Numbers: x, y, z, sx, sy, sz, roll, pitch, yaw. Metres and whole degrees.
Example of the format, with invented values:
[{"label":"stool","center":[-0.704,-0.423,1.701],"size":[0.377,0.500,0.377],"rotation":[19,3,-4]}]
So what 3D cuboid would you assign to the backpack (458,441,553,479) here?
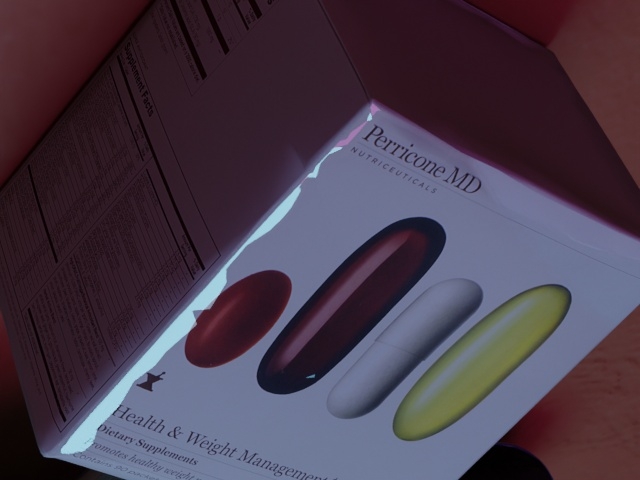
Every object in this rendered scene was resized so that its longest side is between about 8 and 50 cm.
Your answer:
[{"label":"backpack","center":[0.072,0.162,1.066],"size":[0.114,0.105,0.084],"rotation":[-5,155,-22]}]

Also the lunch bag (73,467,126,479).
[{"label":"lunch bag","center":[-0.127,0.247,0.944],"size":[0.235,0.169,0.287],"rotation":[-39,149,-34]}]

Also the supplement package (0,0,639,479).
[{"label":"supplement package","center":[0.000,0.000,0.840],"size":[0.194,0.149,0.203],"rotation":[23,120,-39]}]
